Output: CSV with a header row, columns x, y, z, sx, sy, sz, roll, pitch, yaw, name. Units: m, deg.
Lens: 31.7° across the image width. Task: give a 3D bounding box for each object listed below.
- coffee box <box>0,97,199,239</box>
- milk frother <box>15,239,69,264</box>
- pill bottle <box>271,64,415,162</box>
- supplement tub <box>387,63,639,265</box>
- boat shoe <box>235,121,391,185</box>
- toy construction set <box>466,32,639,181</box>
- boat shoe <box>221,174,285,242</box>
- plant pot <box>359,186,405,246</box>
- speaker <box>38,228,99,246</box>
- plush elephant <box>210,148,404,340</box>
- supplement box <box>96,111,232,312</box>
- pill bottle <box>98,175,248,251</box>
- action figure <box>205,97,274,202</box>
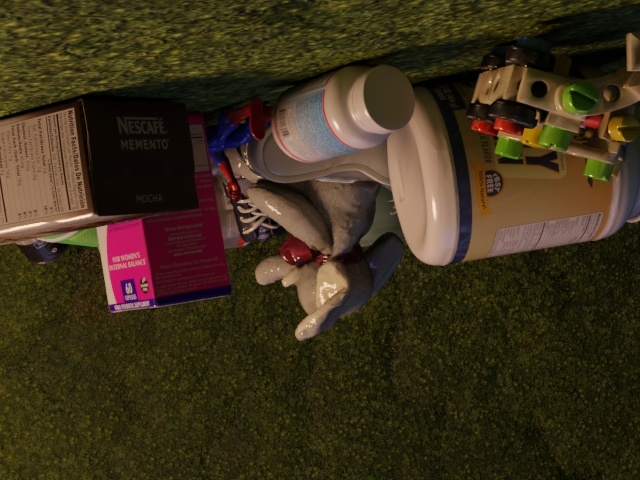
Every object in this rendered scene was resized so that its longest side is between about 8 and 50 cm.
x,y,z,sx,sy,sz,roll,pitch,yaw,name
-0.300,-0.066,1.207,0.297,0.119,0.168,-9,179,30,coffee box
-0.461,-0.058,1.749,0.143,0.129,0.135,23,159,29,milk frother
0.024,-0.133,1.175,0.087,0.087,0.160,-9,-179,-34,pill bottle
0.260,-0.100,1.426,0.316,0.228,0.228,-9,180,-8,supplement tub
0.032,-0.133,1.530,0.319,0.116,0.099,-6,-167,-32,boat shoe
0.270,-0.141,1.144,0.215,0.151,0.327,15,169,-6,toy construction set
-0.104,-0.078,1.959,0.127,0.158,0.340,-9,180,2,boat shoe
0.082,-0.089,2.101,0.293,0.196,0.293,-9,179,0,plant pot
-0.294,-0.054,1.485,0.131,0.131,0.296,-9,174,15,speaker
0.000,0.000,1.683,0.330,0.255,0.272,20,-164,26,plush elephant
-0.194,-0.033,1.333,0.114,0.220,0.111,-8,178,-39,supplement box
-0.281,-0.049,2.145,0.283,0.161,0.161,-9,180,-22,pill bottle
-0.126,-0.090,1.398,0.091,0.139,0.280,-8,-178,-36,action figure
